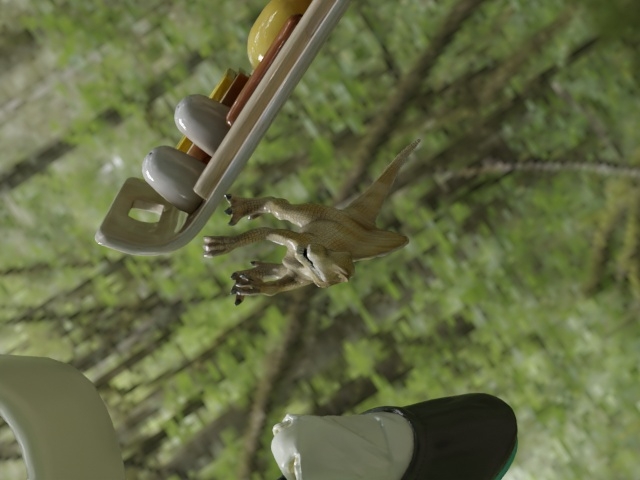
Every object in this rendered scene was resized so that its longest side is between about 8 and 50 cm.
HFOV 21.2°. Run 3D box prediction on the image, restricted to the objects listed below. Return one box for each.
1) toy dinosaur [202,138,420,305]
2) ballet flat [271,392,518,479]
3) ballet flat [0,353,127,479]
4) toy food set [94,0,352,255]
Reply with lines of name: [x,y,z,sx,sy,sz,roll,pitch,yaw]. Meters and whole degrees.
toy dinosaur: [0.000,0.000,0.834,0.183,0.093,0.053,-53,-44,-68]
ballet flat: [-0.017,0.162,0.945,0.096,0.280,0.095,53,178,-35]
ballet flat: [-0.119,0.040,0.358,0.164,0.182,0.482,-13,-101,-53]
toy food set: [-0.060,-0.140,1.210,0.092,0.306,0.220,33,-171,-8]
